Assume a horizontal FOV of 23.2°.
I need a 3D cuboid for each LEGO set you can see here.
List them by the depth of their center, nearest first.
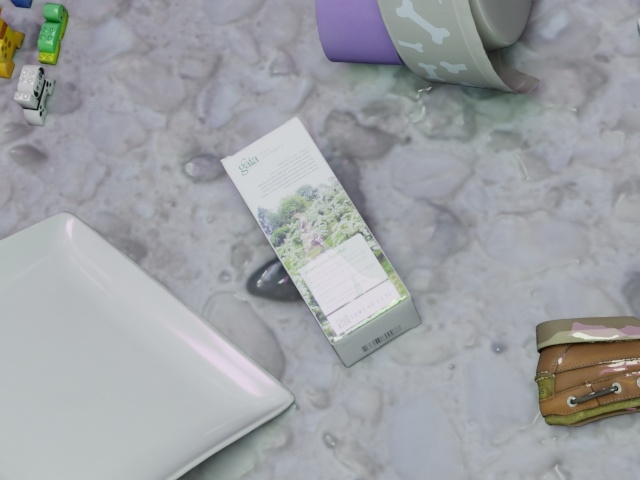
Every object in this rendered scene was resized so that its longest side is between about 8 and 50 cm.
[{"bbox_3d":[-0.336,-0.254,1.748,0.087,0.093,0.227,8,74,15],"label":"LEGO set"}]

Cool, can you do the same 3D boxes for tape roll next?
[{"bbox_3d":[0.054,-0.278,1.621,0.080,0.189,0.189,5,73,13],"label":"tape roll"}]

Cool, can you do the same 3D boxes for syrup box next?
[{"bbox_3d":[0.000,0.000,1.591,0.093,0.096,0.237,-31,68,-1],"label":"syrup box"}]

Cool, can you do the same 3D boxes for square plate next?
[{"bbox_3d":[-0.257,0.136,1.532,0.344,0.049,0.347,38,40,19],"label":"square plate"}]

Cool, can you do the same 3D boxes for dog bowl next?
[{"bbox_3d":[0.142,-0.313,1.544,0.102,0.349,0.349,-2,71,23],"label":"dog bowl"}]

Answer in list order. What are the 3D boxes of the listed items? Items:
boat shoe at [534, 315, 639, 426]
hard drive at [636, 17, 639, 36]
[{"bbox_3d":[0.358,0.128,1.475,0.307,0.111,0.104,-5,75,21],"label":"boat shoe"},{"bbox_3d":[0.459,-0.113,1.560,0.203,0.040,0.307,-16,69,7],"label":"hard drive"}]
